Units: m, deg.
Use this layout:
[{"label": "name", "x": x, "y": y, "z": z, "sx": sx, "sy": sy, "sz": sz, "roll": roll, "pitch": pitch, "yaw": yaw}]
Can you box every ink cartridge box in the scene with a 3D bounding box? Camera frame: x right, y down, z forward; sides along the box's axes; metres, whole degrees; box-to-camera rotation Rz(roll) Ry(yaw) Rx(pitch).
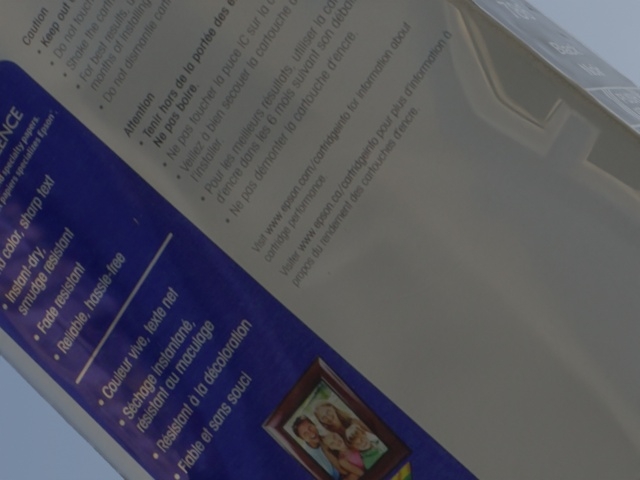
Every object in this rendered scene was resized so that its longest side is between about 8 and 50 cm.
[{"label": "ink cartridge box", "x": 0.000, "y": 0.000, "z": 0.436, "sx": 0.333, "sy": 0.165, "sz": 0.065, "roll": 42, "pitch": -158, "yaw": 16}]
